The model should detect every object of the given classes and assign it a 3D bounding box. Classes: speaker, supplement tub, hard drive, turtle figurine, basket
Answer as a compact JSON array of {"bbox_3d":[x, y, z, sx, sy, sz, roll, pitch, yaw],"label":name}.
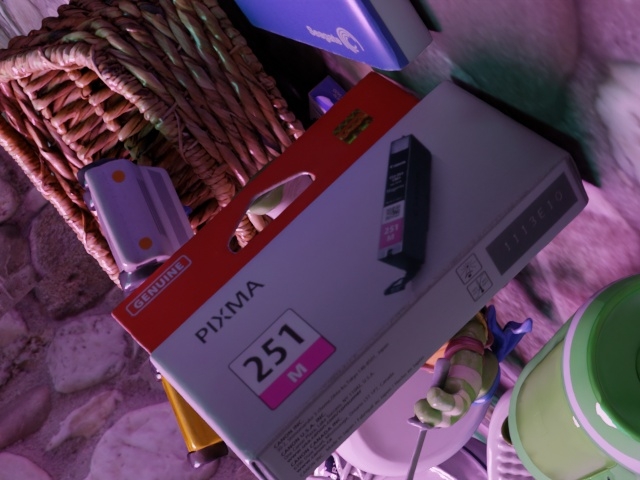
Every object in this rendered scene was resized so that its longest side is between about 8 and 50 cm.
[{"bbox_3d":[0.206,0.108,0.986,0.131,0.131,0.296,44,169,9],"label":"speaker"},{"bbox_3d":[0.030,0.101,1.432,0.191,0.191,0.272,52,167,-30],"label":"supplement tub"},{"bbox_3d":[-0.070,-0.254,0.921,0.210,0.040,0.319,29,160,55],"label":"hard drive"},{"bbox_3d":[0.024,0.079,1.122,0.266,0.274,0.198,57,-176,-26],"label":"turtle figurine"},{"bbox_3d":[-0.131,-0.066,1.235,0.299,0.223,0.213,56,176,-26],"label":"basket"}]

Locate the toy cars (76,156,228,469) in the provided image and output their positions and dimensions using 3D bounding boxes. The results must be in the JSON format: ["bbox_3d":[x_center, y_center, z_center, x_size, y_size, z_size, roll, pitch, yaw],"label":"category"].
[{"bbox_3d":[-0.112,0.062,1.204,0.176,0.087,0.394,-122,13,-47],"label":"toy cars"}]

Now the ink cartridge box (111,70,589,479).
[{"bbox_3d":[0.000,0.000,0.960,0.239,0.275,0.060,39,168,43],"label":"ink cartridge box"}]

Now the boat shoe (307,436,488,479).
[{"bbox_3d":[0.040,0.237,1.498,0.367,0.136,0.156,26,-159,38],"label":"boat shoe"}]

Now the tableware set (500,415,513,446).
[{"bbox_3d":[0.223,0.160,1.164,0.154,0.104,0.024,34,162,43],"label":"tableware set"}]

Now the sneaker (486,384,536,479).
[{"bbox_3d":[0.249,0.268,1.402,0.150,0.135,0.366,-98,-16,-66],"label":"sneaker"}]

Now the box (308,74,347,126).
[{"bbox_3d":[0.027,-0.084,1.208,0.081,0.028,0.136,45,167,12],"label":"box"}]
